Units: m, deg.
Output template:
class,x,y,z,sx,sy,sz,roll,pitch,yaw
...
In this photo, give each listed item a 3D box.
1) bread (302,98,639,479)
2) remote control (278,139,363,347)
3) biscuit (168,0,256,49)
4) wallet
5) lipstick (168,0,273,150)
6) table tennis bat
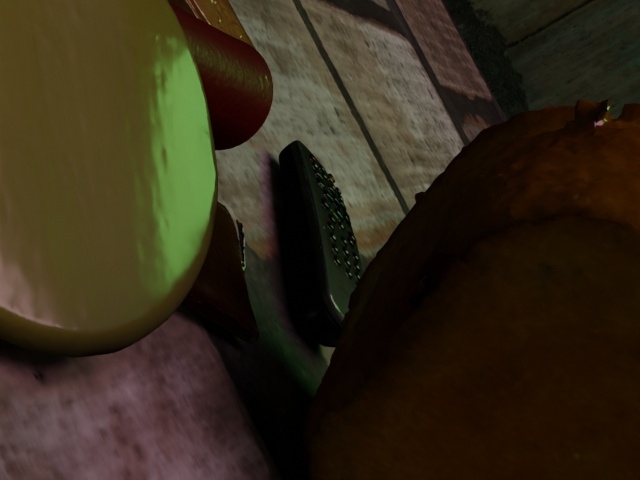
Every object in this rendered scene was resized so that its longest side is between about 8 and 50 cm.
class,x,y,z,sx,sy,sz,roll,pitch,yaw
bread,0.151,0.108,0.830,0.337,0.358,0.204,40,32,12
remote control,0.000,0.000,1.070,0.072,0.042,0.222,52,16,-32
biscuit,-0.082,-0.175,1.151,0.140,0.023,0.118,48,20,-39
wallet,-0.090,-0.005,0.812,0.176,0.026,0.095,34,36,-58
lipstick,-0.105,-0.111,0.853,0.080,0.080,0.241,65,15,15
table tennis bat,-0.142,-0.126,0.661,0.224,0.054,0.369,6,70,-53
